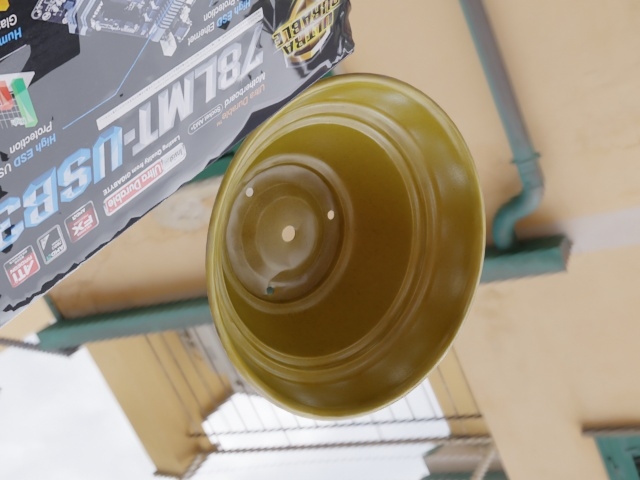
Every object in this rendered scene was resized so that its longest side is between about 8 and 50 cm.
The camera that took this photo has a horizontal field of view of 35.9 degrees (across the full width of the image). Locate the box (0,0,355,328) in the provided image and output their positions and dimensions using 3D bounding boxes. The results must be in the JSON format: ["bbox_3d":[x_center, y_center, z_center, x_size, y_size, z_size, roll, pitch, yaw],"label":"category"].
[{"bbox_3d":[-0.104,-0.149,0.422,0.073,0.293,0.295,25,-130,31],"label":"box"}]

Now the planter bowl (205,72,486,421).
[{"bbox_3d":[0.000,0.000,0.644,0.217,0.217,0.090,-35,-153,-26],"label":"planter bowl"}]
